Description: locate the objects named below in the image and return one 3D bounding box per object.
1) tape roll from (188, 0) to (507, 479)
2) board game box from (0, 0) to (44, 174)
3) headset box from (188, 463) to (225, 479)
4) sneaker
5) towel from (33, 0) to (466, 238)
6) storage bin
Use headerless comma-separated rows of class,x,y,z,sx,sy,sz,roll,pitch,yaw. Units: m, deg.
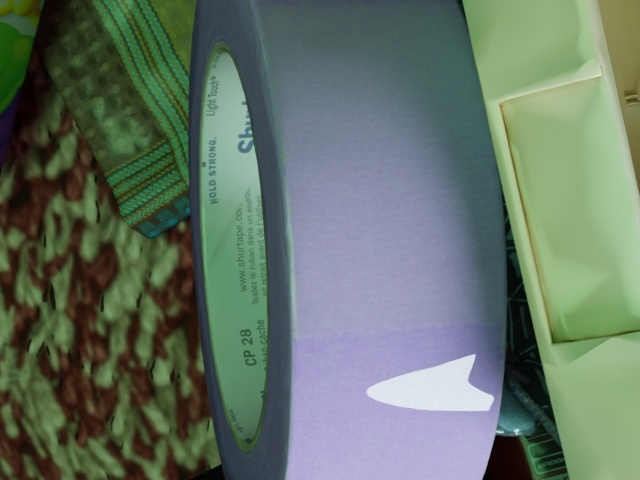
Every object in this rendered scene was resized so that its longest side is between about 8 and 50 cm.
tape roll,0.000,0.000,0.674,0.090,0.275,0.275,-3,97,-12
board game box,-0.253,-0.169,0.837,0.144,0.142,0.275,40,124,31
headset box,-0.048,0.243,0.737,0.110,0.293,0.218,-1,97,28
sneaker,0.092,0.062,0.734,0.104,0.125,0.262,-30,83,27
towel,-0.037,-0.203,0.817,0.370,0.040,0.271,-34,80,27
storage bin,0.176,-0.032,0.605,0.123,0.260,0.262,-12,91,32
